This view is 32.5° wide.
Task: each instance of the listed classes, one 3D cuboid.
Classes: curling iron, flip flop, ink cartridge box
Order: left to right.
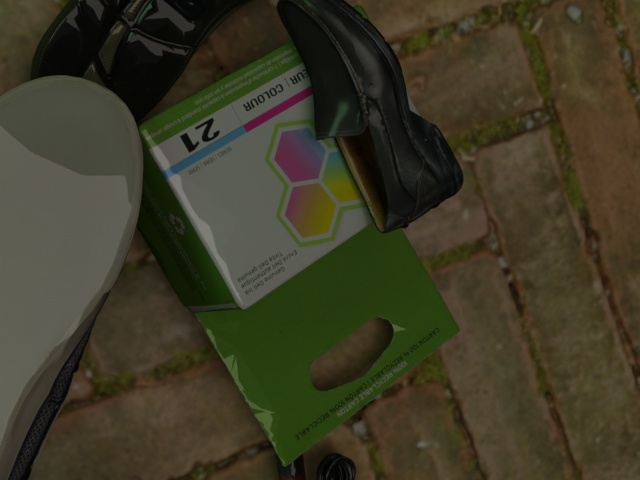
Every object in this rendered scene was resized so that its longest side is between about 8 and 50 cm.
[{"bbox_3d":[-0.088,-0.185,0.750,0.112,0.080,0.277,42,95,-21],"label":"flip flop"},{"bbox_3d":[-0.020,0.097,0.808,0.068,0.035,0.274,-17,94,-38],"label":"curling iron"},{"bbox_3d":[0.000,0.000,0.750,0.189,0.097,0.255,-34,100,-26],"label":"ink cartridge box"}]

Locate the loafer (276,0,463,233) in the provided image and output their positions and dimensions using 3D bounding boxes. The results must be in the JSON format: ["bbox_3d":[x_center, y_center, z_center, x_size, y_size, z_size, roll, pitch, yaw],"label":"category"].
[{"bbox_3d":[0.022,-0.082,0.682,0.061,0.062,0.170,-41,103,-20],"label":"loafer"}]

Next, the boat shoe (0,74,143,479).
[{"bbox_3d":[-0.212,0.063,0.675,0.127,0.158,0.340,26,85,-12],"label":"boat shoe"}]
